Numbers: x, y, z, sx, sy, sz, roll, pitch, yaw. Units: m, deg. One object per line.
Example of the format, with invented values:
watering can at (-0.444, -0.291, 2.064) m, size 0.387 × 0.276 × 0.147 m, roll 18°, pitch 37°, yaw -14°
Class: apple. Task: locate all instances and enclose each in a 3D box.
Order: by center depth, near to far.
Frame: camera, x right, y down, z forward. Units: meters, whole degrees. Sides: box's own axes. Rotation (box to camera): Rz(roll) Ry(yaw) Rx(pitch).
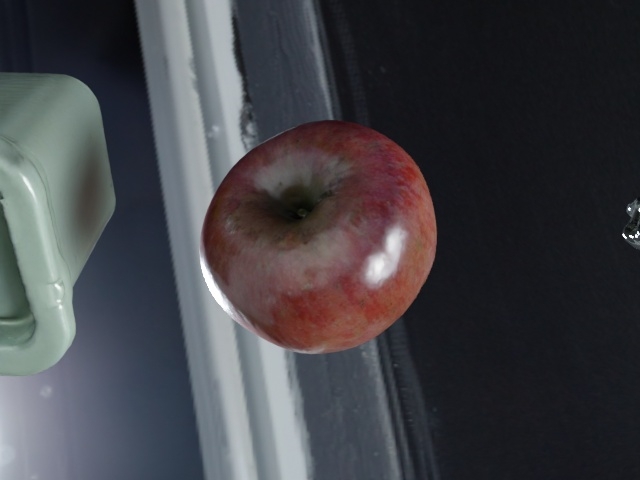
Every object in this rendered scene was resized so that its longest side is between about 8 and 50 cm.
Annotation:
apple at (0.000, 0.000, 0.620) m, size 0.153 × 0.120 × 0.153 m, roll -13°, pitch -125°, yaw 19°

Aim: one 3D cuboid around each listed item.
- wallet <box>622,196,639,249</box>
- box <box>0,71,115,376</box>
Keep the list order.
wallet at (0.278, 0.052, 0.427) m, size 0.285 × 0.146 × 0.030 m, roll 27°, pitch -94°, yaw -7°
box at (-0.299, -0.032, 0.672) m, size 0.312 × 0.182 × 0.175 m, roll 3°, pitch -58°, yaw 9°
